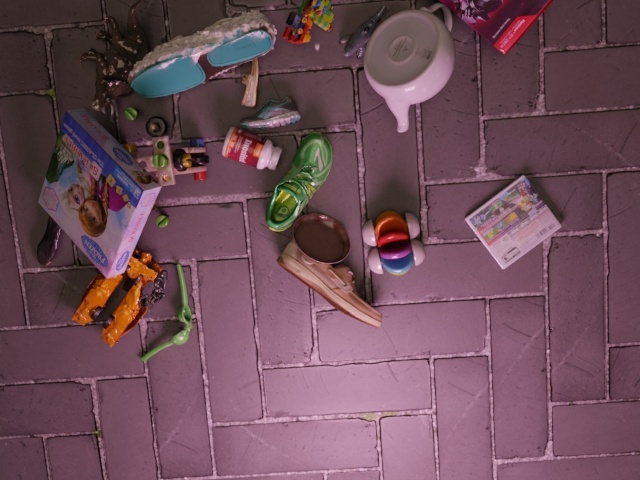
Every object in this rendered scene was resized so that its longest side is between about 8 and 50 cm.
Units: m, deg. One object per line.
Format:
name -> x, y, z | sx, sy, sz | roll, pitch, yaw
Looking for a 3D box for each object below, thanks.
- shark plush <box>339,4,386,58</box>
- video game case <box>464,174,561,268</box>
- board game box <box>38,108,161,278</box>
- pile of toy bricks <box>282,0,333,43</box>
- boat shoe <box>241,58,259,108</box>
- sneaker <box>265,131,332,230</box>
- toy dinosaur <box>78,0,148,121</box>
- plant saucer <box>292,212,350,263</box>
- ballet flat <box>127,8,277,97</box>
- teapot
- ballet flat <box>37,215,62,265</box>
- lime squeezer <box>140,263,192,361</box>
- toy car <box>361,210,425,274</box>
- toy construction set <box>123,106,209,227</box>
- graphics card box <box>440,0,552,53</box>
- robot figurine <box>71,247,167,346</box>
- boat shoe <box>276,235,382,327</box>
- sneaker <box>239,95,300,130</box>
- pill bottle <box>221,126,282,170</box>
shark plush -> 0.122, -0.546, 1.832 | 0.161, 0.067, 0.073 | -37, 96, 7
video game case -> 0.534, -0.051, 1.924 | 0.201, 0.023, 0.183 | -37, 96, 8
board game box -> -0.585, -0.119, 1.805 | 0.318, 0.066, 0.318 | 43, 125, 16
pile of toy bricks -> -0.007, -0.594, 1.823 | 0.105, 0.118, 0.212 | 25, 82, -30
boat shoe -> -0.190, -0.426, 1.868 | 0.045, 0.050, 0.136 | 6, 99, -5
sneaker -> -0.055, -0.150, 1.872 | 0.109, 0.123, 0.296 | 27, 98, -3
toy dinosaur -> -0.534, -0.492, 1.851 | 0.160, 0.121, 0.314 | 34, 94, -16
plant saucer -> 0.000, 0.000, 1.896 | 0.168, 0.168, 0.029 | 26, 138, -3
ballet flat -> -0.313, -0.499, 1.832 | 0.408, 0.147, 0.147 | -19, 98, 2
teapot -> 0.248, -0.459, 1.791 | 0.256, 0.187, 0.253 | -28, 64, 24
ballet flat -> -0.756, -0.005, 1.959 | 0.057, 0.049, 0.173 | 26, 106, 3
lime squeezer -> -0.413, 0.226, 1.987 | 0.109, 0.058, 0.311 | 28, 102, 28
toy car -> 0.201, 0.012, 1.884 | 0.159, 0.136, 0.182 | -12, 99, 3
toy construction set -> -0.448, -0.166, 1.822 | 0.257, 0.237, 0.309 | 18, 100, -2
graphics card box -> 0.402, -0.674, 1.726 | 0.371, 0.094, 0.233 | 41, 129, 1
robot figurine -> -0.560, 0.143, 1.952 | 0.211, 0.085, 0.291 | 37, 99, -5
boat shoe -> 0.044, 0.115, 1.913 | 0.341, 0.121, 0.110 | 36, 80, -4
sneaker -> -0.140, -0.346, 1.883 | 0.166, 0.065, 0.076 | -11, 82, 0
pill bottle -> -0.184, -0.245, 1.879 | 0.151, 0.086, 0.086 | 19, 99, -2
